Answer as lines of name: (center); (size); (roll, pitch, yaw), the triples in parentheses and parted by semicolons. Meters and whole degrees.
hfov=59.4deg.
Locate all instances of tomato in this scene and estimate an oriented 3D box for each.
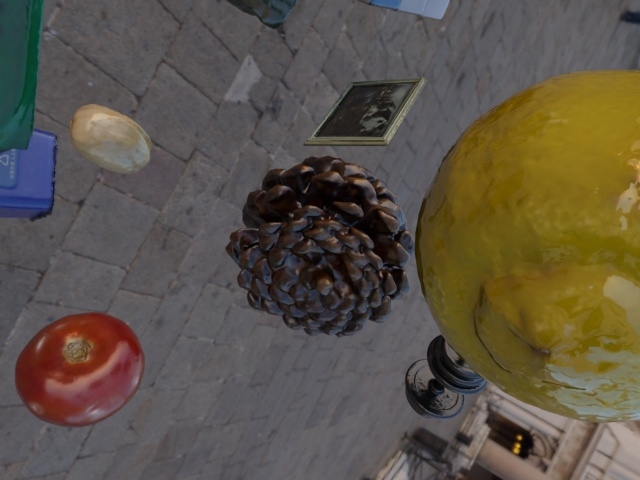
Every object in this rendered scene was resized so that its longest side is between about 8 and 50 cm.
tomato: (-0.389, 0.211, 0.918); (0.195, 0.195, 0.136); (-41, 161, -40)

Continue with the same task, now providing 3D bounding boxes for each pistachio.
pistachio: (-0.463, -0.220, 1.255); (0.200, 0.145, 0.117); (37, 46, -47)

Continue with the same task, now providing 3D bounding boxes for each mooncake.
mooncake: (-0.097, -0.428, 0.932); (0.104, 0.175, 0.169); (13, 80, -32)

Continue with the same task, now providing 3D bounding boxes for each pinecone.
pinecone: (0.000, 0.000, 1.203); (0.398, 0.397, 0.398); (-45, 151, -34)

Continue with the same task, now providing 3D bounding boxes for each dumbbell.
dumbbell: (0.185, 0.201, 0.829); (0.099, 0.099, 0.208); (-40, 161, -42)

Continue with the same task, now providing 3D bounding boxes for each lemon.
lemon: (0.260, -0.002, 0.546); (0.348, 0.348, 0.348); (-45, 151, -34)

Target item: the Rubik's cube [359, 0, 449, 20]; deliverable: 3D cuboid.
Rubik's cube: (0.147, -0.762, 1.329); (0.347, 0.344, 0.347); (-19, 137, -48)

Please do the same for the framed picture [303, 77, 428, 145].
framed picture: (0.114, -0.327, 1.401); (0.296, 0.232, 0.019); (-59, 141, -37)

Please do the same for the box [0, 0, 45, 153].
box: (-0.339, -0.226, 0.385); (0.264, 0.106, 0.337); (0, 108, -45)

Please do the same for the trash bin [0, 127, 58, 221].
trash bin: (-0.486, -0.097, 0.734); (0.234, 0.184, 0.163); (5, 82, -41)
